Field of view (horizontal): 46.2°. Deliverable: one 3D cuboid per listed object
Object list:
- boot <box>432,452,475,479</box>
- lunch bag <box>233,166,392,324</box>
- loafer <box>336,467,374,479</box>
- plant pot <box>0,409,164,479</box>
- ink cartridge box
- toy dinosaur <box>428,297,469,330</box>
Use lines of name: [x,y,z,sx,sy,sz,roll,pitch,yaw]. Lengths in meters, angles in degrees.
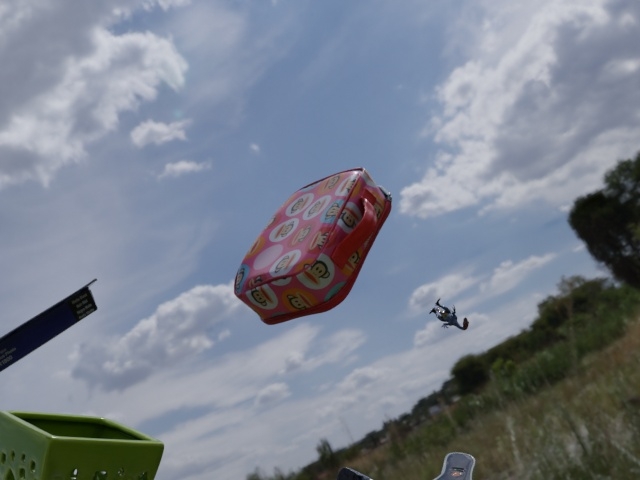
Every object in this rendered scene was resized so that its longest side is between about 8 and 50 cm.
boot: [0.262,0.558,1.507,0.088,0.176,0.244,5,10,22]
lunch bag: [0.000,0.000,1.310,0.258,0.120,0.293,-20,30,44]
loafer: [0.114,0.578,1.735,0.061,0.170,0.062,27,-91,-42]
plant pot: [-0.439,0.424,1.305,0.228,0.207,0.227,2,-12,46]
ink cartridge box: [-0.462,0.156,1.173,0.223,0.045,0.224,-37,7,-39]
toy dinosaur: [0.263,0.151,1.503,0.047,0.082,0.090,-57,-19,9]
